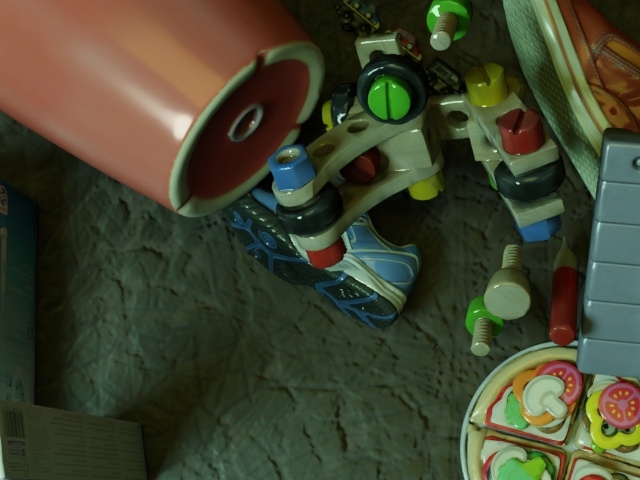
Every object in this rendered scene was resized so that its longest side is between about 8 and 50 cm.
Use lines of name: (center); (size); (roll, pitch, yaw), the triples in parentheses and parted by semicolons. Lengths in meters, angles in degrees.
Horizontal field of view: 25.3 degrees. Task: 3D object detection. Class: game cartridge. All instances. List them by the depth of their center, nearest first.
game cartridge: (0.408, 0.031, 1.218); (0.355, 0.068, 0.230); (5, 108, 7)

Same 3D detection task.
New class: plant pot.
plant pot: (-0.146, -0.169, 1.289); (0.243, 0.275, 0.275); (40, 87, 20)

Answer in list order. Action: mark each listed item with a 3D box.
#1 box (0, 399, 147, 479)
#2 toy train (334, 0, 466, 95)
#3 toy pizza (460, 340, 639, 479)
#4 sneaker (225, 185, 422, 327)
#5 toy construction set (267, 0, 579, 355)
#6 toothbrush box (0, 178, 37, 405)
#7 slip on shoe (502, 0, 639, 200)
box: (-0.232, 0.181, 1.214); (0.063, 0.324, 0.067); (-10, 78, 11)
toy train: (0.079, -0.189, 1.391); (0.158, 0.027, 0.036); (39, 84, 14)
toy pizza: (0.227, 0.189, 1.289); (0.201, 0.032, 0.201); (-2, 79, 9)
sneaker: (0.000, 0.000, 1.351); (0.211, 0.080, 0.081); (33, 63, 14)
toy construction set: (0.123, -0.071, 1.278); (0.257, 0.237, 0.309); (-32, 112, 30)
toothbrush box: (-0.392, 0.097, 1.359); (0.216, 0.126, 0.295); (-4, 78, 8)
slip on shoe: (0.258, -0.153, 1.313); (0.101, 0.123, 0.331); (-26, 81, -6)
